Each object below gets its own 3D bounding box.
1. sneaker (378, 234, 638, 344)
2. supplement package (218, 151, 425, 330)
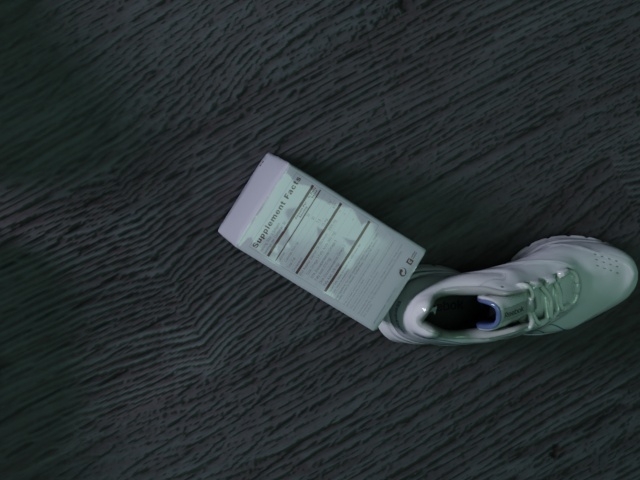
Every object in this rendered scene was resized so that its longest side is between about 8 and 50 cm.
[{"bbox_3d":[0.213,0.068,1.827,0.297,0.129,0.111,-13,101,-13],"label":"sneaker"},{"bbox_3d":[0.000,0.000,1.775,0.179,0.105,0.105,32,91,-16],"label":"supplement package"}]
